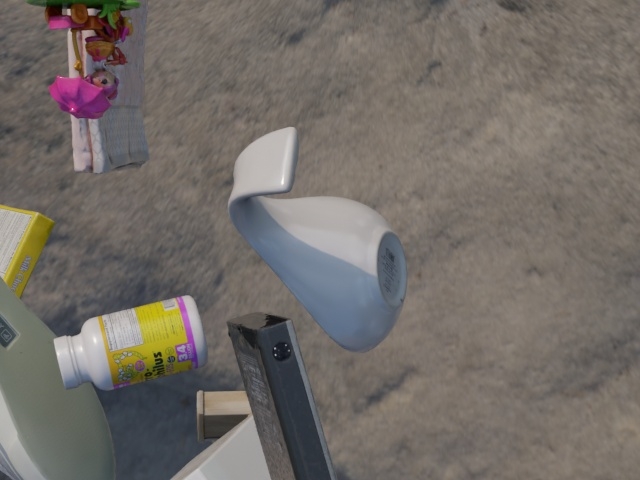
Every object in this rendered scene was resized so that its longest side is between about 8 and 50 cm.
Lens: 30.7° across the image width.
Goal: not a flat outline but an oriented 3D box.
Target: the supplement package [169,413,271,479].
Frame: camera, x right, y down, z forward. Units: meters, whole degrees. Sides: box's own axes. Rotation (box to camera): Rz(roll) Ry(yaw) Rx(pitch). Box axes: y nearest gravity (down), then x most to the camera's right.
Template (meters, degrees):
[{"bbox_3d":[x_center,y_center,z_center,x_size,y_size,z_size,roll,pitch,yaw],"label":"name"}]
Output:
[{"bbox_3d":[-0.124,0.396,1.641,0.198,0.262,0.199,-39,88,23],"label":"supplement package"}]

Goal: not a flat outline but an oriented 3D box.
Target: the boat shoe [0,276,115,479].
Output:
[{"bbox_3d":[-0.215,0.081,0.725,0.081,0.079,0.227,-25,106,31],"label":"boat shoe"}]

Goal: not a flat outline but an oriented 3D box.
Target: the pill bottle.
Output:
[{"bbox_3d":[-0.110,0.061,0.675,0.083,0.043,0.043,-14,108,-11],"label":"pill bottle"}]

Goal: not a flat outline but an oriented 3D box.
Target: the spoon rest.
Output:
[{"bbox_3d":[0.000,0.000,0.982,0.084,0.137,0.276,-5,151,25],"label":"spoon rest"}]

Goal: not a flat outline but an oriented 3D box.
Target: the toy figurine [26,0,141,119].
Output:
[{"bbox_3d":[-0.307,-0.241,1.556,0.130,0.173,0.159,2,97,31],"label":"toy figurine"}]

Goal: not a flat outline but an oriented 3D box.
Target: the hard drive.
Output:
[{"bbox_3d":[-0.017,0.108,0.635,0.022,0.094,0.135,-16,93,-14],"label":"hard drive"}]

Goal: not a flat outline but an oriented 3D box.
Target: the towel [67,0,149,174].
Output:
[{"bbox_3d":[-0.318,-0.263,1.794,0.053,0.332,0.317,0,96,4],"label":"towel"}]

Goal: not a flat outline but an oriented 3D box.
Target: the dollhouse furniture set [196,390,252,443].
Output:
[{"bbox_3d":[-0.124,0.444,1.978,0.173,0.356,0.303,0,145,-4],"label":"dollhouse furniture set"}]

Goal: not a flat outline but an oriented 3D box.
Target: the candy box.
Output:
[{"bbox_3d":[-0.325,0.065,1.111,0.027,0.105,0.206,31,78,-38],"label":"candy box"}]
